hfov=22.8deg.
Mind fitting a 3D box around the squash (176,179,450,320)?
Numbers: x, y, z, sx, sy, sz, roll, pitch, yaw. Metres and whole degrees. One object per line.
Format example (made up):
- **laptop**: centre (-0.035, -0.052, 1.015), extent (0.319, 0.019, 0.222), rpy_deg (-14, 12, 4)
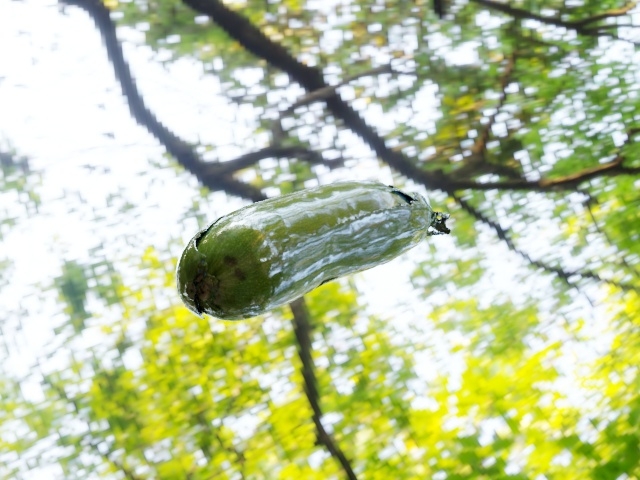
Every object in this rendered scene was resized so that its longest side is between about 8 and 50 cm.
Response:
- **squash**: centre (0.000, 0.000, 0.744), extent (0.052, 0.183, 0.052), rpy_deg (10, -74, 37)
